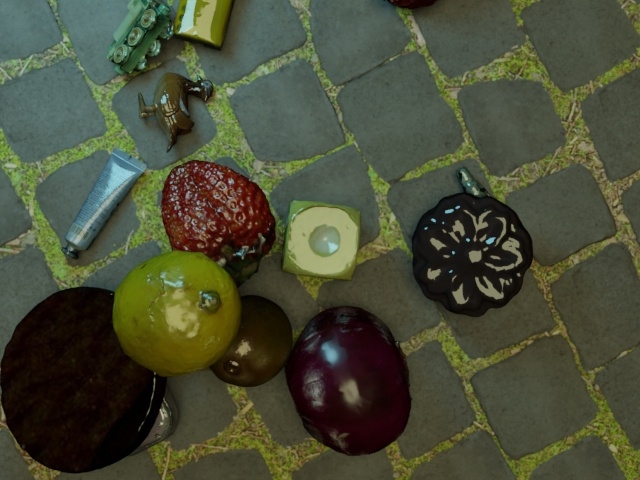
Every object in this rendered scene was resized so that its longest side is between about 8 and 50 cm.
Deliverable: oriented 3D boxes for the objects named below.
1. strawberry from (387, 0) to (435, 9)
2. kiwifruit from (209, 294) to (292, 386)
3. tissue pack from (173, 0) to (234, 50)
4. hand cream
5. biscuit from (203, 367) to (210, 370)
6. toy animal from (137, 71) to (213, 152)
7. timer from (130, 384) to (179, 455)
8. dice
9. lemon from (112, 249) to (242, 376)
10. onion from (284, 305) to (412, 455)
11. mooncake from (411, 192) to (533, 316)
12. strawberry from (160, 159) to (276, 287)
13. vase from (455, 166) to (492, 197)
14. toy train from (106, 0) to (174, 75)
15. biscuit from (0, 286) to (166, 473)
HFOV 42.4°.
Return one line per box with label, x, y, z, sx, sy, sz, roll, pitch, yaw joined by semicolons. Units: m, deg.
strawberry;0.220;-0.681;1.877;0.274;0.220;0.274;0;87;-7
kiwifruit;-0.163;0.226;1.832;0.196;0.234;0.196;5;110;14
tissue pack;-0.266;-0.538;1.910;0.120;0.082;0.169;15;88;-5
hand cream;-0.508;-0.080;1.907;0.091;0.058;0.271;29;84;9
biscuit;-0.324;0.209;1.919;0.164;0.047;0.208;-11;90;-5
toy animal;-0.328;-0.299;1.909;0.179;0.089;0.188;-9;86;-16
timer;-0.434;0.380;1.884;0.191;0.069;0.208;-27;89;10
dice;0.000;0.000;1.879;0.166;0.169;0.169;9;89;-4
lemon;-0.289;0.146;1.653;0.260;0.284;0.260;-14;110;-42
onion;0.060;0.319;1.843;0.282;0.260;0.336;-8;91;1
mooncake;0.343;0.031;1.887;0.283;0.141;0.283;1;97;11
strawberry;-0.238;-0.043;1.838;0.250;0.238;0.288;-44;84;-7
vase;0.386;-0.081;1.960;0.060;0.060;0.211;-33;92;-3
toy train;-0.417;-0.471;1.882;0.194;0.081;0.125;-47;53;16
biscuit;-0.522;0.306;1.829;0.407;0.091;0.407;-3;80;16
